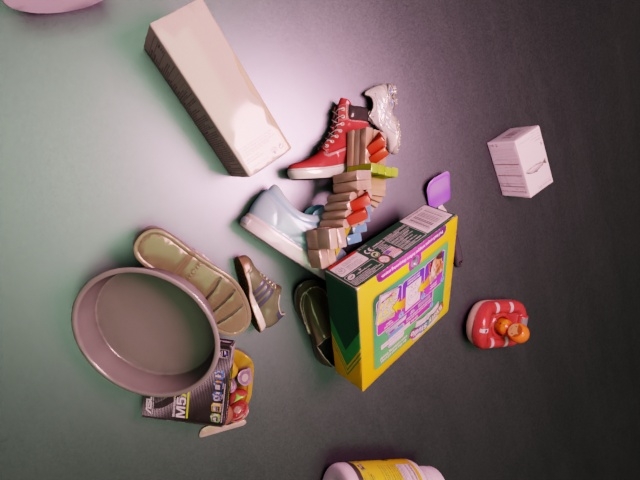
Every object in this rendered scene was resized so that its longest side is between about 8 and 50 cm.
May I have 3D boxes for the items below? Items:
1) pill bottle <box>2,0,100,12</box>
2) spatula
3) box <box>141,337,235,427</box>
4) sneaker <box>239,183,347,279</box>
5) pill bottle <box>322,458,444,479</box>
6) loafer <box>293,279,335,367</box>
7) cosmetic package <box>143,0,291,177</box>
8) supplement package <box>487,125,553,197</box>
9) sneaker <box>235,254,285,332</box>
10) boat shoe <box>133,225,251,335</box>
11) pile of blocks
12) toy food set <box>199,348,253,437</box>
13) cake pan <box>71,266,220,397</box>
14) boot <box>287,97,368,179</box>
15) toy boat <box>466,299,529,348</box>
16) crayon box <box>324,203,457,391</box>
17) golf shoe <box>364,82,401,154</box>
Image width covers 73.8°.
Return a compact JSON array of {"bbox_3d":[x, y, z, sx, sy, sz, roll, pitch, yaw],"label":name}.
[{"bbox_3d":[-0.474,-0.569,0.646,0.210,0.210,0.362,-22,107,-20],"label":"pill bottle"},{"bbox_3d":[0.367,-0.049,1.225,0.084,0.030,0.296,-28,110,-17],"label":"spatula"},{"bbox_3d":[-0.288,0.301,0.932,0.184,0.045,0.190,8,96,-1],"label":"box"},{"bbox_3d":[0.000,0.000,1.006,0.366,0.135,0.150,33,87,-27],"label":"sneaker"},{"bbox_3d":[0.184,0.711,1.181,0.334,0.188,0.187,12,93,-26],"label":"pill bottle"},{"bbox_3d":[0.010,0.214,1.071,0.094,0.087,0.251,-27,109,-19],"label":"loafer"},{"bbox_3d":[-0.204,-0.283,0.850,0.113,0.160,0.309,-37,113,-16],"label":"cosmetic package"},{"bbox_3d":[0.588,-0.230,1.255,0.105,0.105,0.179,-33,111,-17],"label":"supplement package"},{"bbox_3d":[-0.136,0.115,1.005,0.086,0.064,0.192,-21,107,-28],"label":"sneaker"},{"bbox_3d":[-0.264,0.080,0.912,0.113,0.103,0.302,-43,113,-10],"label":"boat shoe"},{"bbox_3d":[0.095,-0.091,0.940,0.149,0.113,0.362,32,73,-32],"label":"pile of blocks"},{"bbox_3d":[-0.215,0.370,1.002,0.128,0.071,0.217,2,98,-25],"label":"toy food set"},{"bbox_3d":[-0.334,0.176,0.839,0.294,0.054,0.293,2,112,5],"label":"cake pan"},{"bbox_3d":[0.019,-0.238,1.003,0.244,0.088,0.176,-19,106,-29],"label":"boot"},{"bbox_3d":[0.565,0.266,1.302,0.231,0.151,0.150,2,98,-25],"label":"toy boat"},{"bbox_3d":[0.180,0.130,1.032,0.363,0.106,0.313,-31,131,-33],"label":"crayon box"},{"bbox_3d":[0.154,-0.301,1.077,0.086,0.069,0.176,-11,101,-2],"label":"golf shoe"}]
